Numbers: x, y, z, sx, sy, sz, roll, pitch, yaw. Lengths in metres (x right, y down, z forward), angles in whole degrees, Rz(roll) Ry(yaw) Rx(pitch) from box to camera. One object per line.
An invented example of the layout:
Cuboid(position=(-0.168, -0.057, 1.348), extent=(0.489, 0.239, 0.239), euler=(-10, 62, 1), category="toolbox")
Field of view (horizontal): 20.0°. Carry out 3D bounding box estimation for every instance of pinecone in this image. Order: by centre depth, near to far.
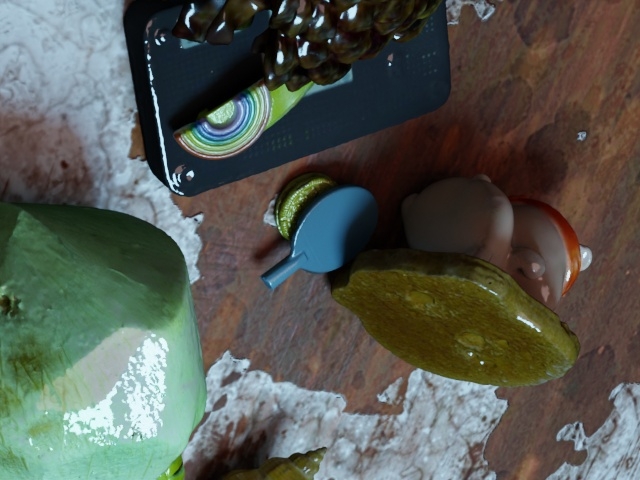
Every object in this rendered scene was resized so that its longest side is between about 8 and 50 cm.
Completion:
Cuboid(position=(-0.013, -0.340, 1.620), extent=(0.398, 0.398, 0.397), euler=(-14, 119, -27), category="pinecone")

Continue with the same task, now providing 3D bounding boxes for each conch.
Cuboid(position=(-0.119, 0.335, 2.060), extent=(0.330, 0.093, 0.109), euler=(-37, 148, 13), category="conch")

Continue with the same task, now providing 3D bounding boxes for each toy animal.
Cuboid(position=(0.197, 0.014, 2.049), extent=(0.198, 0.171, 0.171), euler=(27, 96, -39), category="toy animal")

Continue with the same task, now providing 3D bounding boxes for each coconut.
Cuboid(position=(-0.262, 0.100, 1.731), extent=(0.328, 0.281, 0.328), euler=(4, 124, 6), category="coconut")

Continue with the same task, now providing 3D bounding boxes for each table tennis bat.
Cuboid(position=(0.000, 0.000, 1.977), extent=(0.155, 0.019, 0.100), euler=(-40, 135, -11), category="table tennis bat")

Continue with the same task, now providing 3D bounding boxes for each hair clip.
Cuboid(position=(-0.059, -0.138, 1.823), extent=(0.188, 0.033, 0.060), euler=(-38, 130, -12), category="hair clip")

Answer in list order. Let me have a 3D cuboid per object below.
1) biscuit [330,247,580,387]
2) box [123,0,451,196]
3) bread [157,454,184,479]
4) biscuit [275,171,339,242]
Cuboid(position=(0.148, 0.084, 1.995), extent=(0.257, 0.273, 0.049), euler=(39, 61, -32), category="biscuit")
Cuboid(position=(-0.025, -0.189, 1.875), extent=(0.350, 0.058, 0.211), euler=(-21, 121, -23), category="box")
Cuboid(position=(-0.207, 0.245, 1.962), extent=(0.130, 0.071, 0.139), euler=(-33, 126, -21), category="bread")
Cuboid(position=(-0.011, -0.033, 1.980), extent=(0.084, 0.023, 0.084), euler=(-14, 119, -26), category="biscuit")
